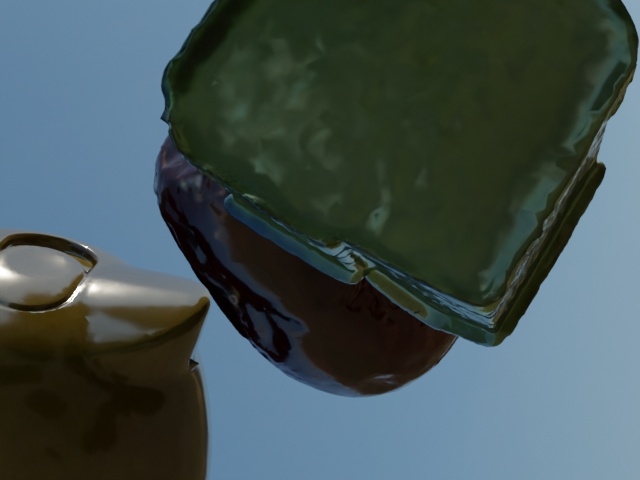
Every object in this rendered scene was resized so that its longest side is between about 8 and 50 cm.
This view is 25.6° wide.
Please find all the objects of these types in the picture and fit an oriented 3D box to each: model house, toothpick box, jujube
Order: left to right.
[{"bbox_3d":[-0.303,0.197,1.370,0.409,0.408,0.425,-29,-41,-58],"label":"toothpick box"},{"bbox_3d":[0.000,0.000,1.226,0.318,0.223,0.223,43,-119,-36],"label":"jujube"},{"bbox_3d":[0.047,-0.057,0.783,0.195,0.214,0.189,-61,-15,-13],"label":"model house"}]
